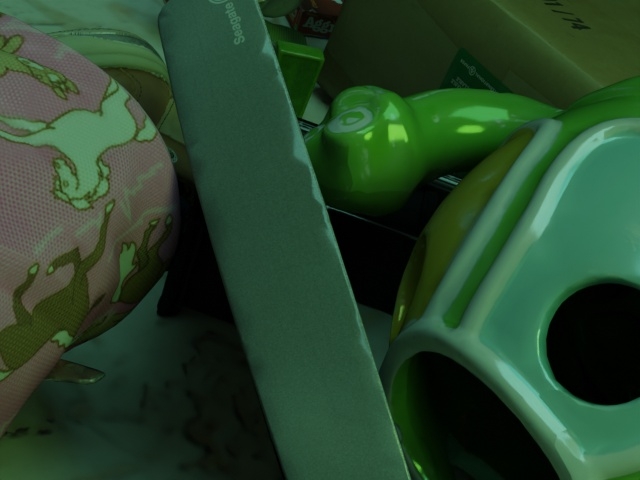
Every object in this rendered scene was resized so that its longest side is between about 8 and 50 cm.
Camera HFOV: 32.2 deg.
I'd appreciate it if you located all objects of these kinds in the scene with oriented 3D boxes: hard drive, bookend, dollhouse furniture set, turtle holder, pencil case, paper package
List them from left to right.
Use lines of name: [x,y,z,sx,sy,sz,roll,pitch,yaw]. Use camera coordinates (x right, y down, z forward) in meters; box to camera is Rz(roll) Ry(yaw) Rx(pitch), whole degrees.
pencil case: [-0.189,0.070,0.373,0.167,0.160,0.386,45,39,-12]
dollhouse furniture set: [-0.036,-0.165,0.918,0.076,0.058,0.151,10,35,-16]
hard drive: [-0.019,0.016,0.520,0.054,0.172,0.254,-16,71,-5]
bookend: [0.000,0.000,0.688,0.156,0.072,0.157,20,34,0]
paper package: [0.211,-0.115,0.880,0.310,0.168,0.325,-10,44,-35]
turtle holder: [0.140,0.029,0.550,0.227,0.243,0.320,-26,87,-29]

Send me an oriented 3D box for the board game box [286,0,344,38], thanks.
board game box: [0.008,-0.279,1.135,0.145,0.027,0.281,3,37,-22]

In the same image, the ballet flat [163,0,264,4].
ballet flat: [-0.019,-0.251,0.899,0.241,0.077,0.091,-20,70,-7]

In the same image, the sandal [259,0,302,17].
sandal: [-0.091,-0.284,1.032,0.265,0.102,0.076,42,32,27]

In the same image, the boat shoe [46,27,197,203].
boat shoe: [-0.204,-0.036,0.595,0.324,0.123,0.116,-17,64,-34]
